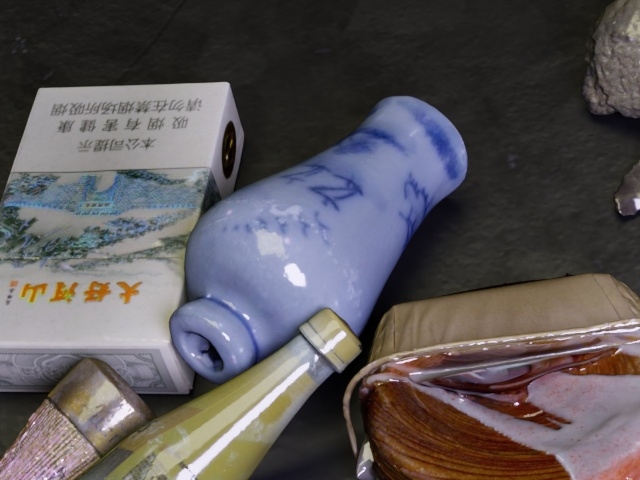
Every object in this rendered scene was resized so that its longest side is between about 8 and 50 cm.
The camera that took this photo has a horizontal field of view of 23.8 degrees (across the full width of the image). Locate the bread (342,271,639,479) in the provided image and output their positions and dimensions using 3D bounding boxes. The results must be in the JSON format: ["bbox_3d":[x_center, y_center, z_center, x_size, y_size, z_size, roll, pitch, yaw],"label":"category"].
[{"bbox_3d":[0.128,0.111,0.945,0.224,0.142,0.212,-10,33,4],"label":"bread"}]

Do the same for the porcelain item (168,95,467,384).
[{"bbox_3d":[0.000,0.000,1.075,0.141,0.141,0.259,26,53,29],"label":"porcelain item"}]

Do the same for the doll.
[{"bbox_3d":[0.325,-0.102,1.114,0.286,0.091,0.202,8,86,32],"label":"doll"}]

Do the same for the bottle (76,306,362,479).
[{"bbox_3d":[-0.083,0.144,0.974,0.270,0.083,0.083,-41,53,-2],"label":"bottle"}]

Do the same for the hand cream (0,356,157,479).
[{"bbox_3d":[-0.203,0.170,1.021,0.203,0.084,0.084,-40,54,-13],"label":"hand cream"}]

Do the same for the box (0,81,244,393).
[{"bbox_3d":[-0.161,-0.007,1.156,0.164,0.069,0.256,-1,51,12],"label":"box"}]
